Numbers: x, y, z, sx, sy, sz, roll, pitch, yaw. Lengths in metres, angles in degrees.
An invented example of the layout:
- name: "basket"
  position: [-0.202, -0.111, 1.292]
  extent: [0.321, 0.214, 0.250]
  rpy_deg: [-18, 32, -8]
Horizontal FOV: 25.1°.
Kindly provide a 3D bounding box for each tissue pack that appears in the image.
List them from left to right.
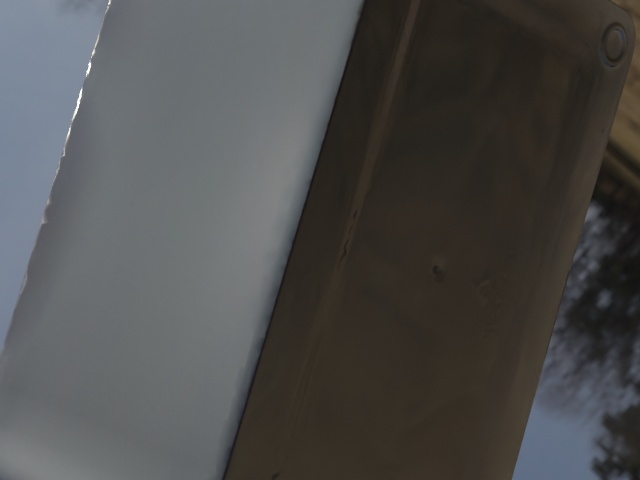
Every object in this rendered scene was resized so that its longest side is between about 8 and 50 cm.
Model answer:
- name: "tissue pack"
  position: [-0.001, 0.000, 0.554]
  extent: [0.136, 0.246, 0.159]
  rpy_deg: [13, 175, 45]
